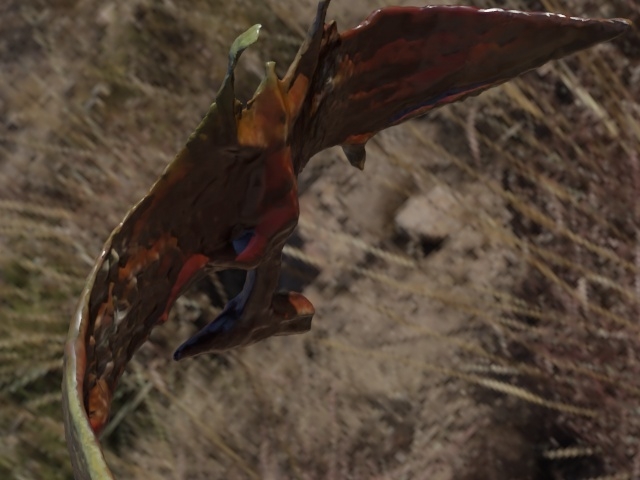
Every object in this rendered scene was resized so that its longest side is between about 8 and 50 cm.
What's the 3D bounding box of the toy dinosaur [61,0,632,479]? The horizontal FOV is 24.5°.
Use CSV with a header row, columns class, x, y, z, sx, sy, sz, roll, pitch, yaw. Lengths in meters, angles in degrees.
class,x,y,z,sx,sy,sz,roll,pitch,yaw
toy dinosaur,-0.002,-0.003,0.591,0.113,0.327,0.207,27,112,18
